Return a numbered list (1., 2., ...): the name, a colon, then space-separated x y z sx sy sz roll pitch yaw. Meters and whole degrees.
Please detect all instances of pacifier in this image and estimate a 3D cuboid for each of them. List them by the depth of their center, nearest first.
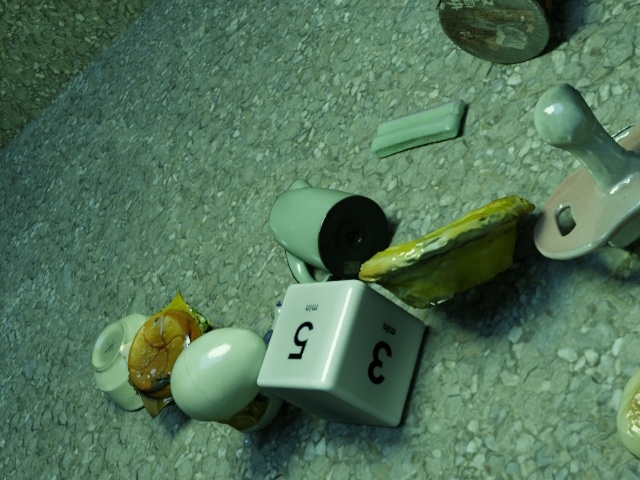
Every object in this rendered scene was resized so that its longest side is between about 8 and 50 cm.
1. pacifier: 0.432 -0.108 1.365 0.332 0.273 0.220 -40 54 23

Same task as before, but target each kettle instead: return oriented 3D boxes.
1. kettle: 0.000 0.000 1.863 0.236 0.161 0.221 20 110 55

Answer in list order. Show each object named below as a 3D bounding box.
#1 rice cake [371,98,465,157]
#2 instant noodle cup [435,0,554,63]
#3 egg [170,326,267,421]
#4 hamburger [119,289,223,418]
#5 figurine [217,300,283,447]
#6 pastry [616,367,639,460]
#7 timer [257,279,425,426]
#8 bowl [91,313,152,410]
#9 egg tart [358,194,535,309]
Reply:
1. rice cake: 0.194 -0.227 1.890 0.221 0.042 0.080 -12 56 46
2. instant noodle cup: 0.353 -0.481 1.765 0.217 0.217 0.207 -6 52 48
3. egg: -0.177 0.235 1.666 0.209 0.151 0.151 -43 37 26
4. hamburger: -0.307 0.256 2.020 0.243 0.138 0.262 -41 48 14
5. figurine: -0.117 0.250 1.826 0.193 0.133 0.274 -23 37 35
6. pastry: 0.454 0.219 1.182 0.156 0.092 0.157 -27 45 31
7. timer: 0.037 0.196 1.611 0.194 0.192 0.195 -6 59 48
8. bowl: -0.453 0.271 2.207 0.237 0.126 0.238 -29 43 31
9. egg tart: 0.215 0.028 1.526 0.315 0.315 0.120 -26 88 36
